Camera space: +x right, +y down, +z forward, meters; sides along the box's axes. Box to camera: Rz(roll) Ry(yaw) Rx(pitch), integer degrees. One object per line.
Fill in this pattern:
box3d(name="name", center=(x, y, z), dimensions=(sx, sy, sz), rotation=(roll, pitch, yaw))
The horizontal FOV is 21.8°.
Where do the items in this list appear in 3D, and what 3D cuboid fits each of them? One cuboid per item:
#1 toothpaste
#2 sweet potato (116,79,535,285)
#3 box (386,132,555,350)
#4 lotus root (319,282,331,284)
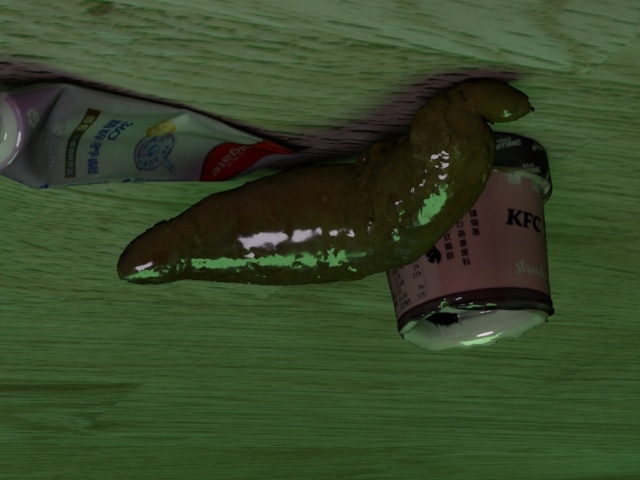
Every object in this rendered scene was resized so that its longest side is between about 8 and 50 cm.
box3d(name="toothpaste", center=(-0.131, -0.063, 1.123), dimensions=(0.301, 0.048, 0.075), rotation=(3, 138, -50))
box3d(name="sweet potato", center=(0.015, -0.021, 1.190), dimensions=(0.310, 0.098, 0.124), rotation=(-20, 146, 13))
box3d(name="box", center=(0.110, 0.007, 1.283), dimensions=(0.151, 0.135, 0.151), rotation=(-5, 159, -2))
box3d(name="lotus root", center=(0.000, 0.000, 1.318), dimensions=(0.072, 0.063, 0.152), rotation=(1, 159, 21))
